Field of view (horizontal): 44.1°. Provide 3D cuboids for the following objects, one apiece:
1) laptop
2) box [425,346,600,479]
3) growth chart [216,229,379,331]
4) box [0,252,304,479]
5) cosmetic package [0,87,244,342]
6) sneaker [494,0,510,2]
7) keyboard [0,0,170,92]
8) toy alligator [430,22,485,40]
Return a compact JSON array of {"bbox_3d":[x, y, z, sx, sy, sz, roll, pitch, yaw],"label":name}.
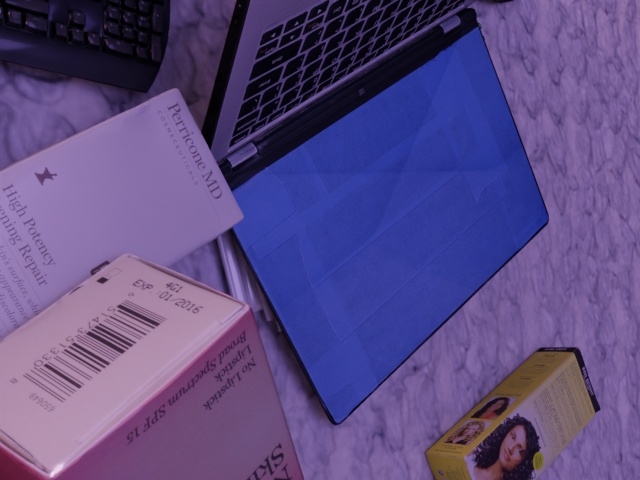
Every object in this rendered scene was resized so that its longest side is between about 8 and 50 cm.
[{"bbox_3d":[0.116,-0.106,0.673,0.236,0.408,0.382,45,57,11],"label":"laptop"},{"bbox_3d":[0.217,0.207,0.865,0.232,0.058,0.087,-31,103,-38],"label":"box"},{"bbox_3d":[0.000,0.000,0.740,0.237,0.021,0.172,-5,87,-39],"label":"growth chart"},{"bbox_3d":[-0.107,0.151,0.512,0.148,0.127,0.232,-41,133,-34],"label":"box"},{"bbox_3d":[-0.178,-0.009,0.557,0.231,0.085,0.117,-37,109,-35],"label":"cosmetic package"},{"bbox_3d":[0.191,-0.339,0.901,0.235,0.084,0.097,-9,78,-45],"label":"sneaker"},{"bbox_3d":[-0.245,-0.229,0.552,0.317,0.033,0.201,7,75,-43],"label":"keyboard"},{"bbox_3d":[0.168,-0.189,0.883,0.056,0.051,0.189,-21,97,-39],"label":"toy alligator"}]
